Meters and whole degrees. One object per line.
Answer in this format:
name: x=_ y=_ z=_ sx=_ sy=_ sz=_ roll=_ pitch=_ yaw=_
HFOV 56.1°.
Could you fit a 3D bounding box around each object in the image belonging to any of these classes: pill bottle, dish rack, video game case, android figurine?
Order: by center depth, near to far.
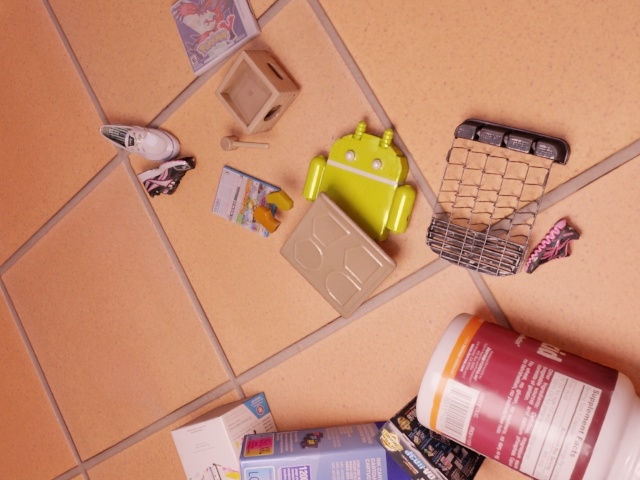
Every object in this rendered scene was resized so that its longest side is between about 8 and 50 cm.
pill bottle: x=0.384 y=0.292 z=1.019 sx=0.392 sy=0.224 sz=0.223 roll=21 pitch=105 yaw=26
dish rack: x=0.314 y=-0.076 z=1.108 sx=0.208 sy=0.074 sz=0.271 roll=20 pitch=107 yaw=27
android figurine: x=0.081 y=-0.106 z=1.242 sx=0.248 sy=0.056 sz=0.272 roll=24 pitch=108 yaw=25
video game case: x=-0.248 y=-0.514 z=1.398 sx=0.201 sy=0.023 sz=0.183 roll=-24 pitch=83 yaw=29
video game case: x=-0.176 y=-0.092 z=1.408 sx=0.166 sy=0.015 sz=0.119 roll=25 pitch=106 yaw=25

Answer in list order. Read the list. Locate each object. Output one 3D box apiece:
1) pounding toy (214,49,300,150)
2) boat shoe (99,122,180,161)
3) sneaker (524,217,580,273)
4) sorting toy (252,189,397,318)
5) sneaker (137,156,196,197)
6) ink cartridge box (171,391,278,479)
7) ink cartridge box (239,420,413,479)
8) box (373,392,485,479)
pounding toy: x=-0.142 y=-0.281 z=1.330 sx=0.181 sy=0.094 sz=0.206 roll=51 pitch=125 yaw=9
boat shoe: x=-0.461 y=-0.247 z=1.514 sx=0.226 sy=0.076 sz=0.083 roll=14 pitch=102 yaw=27
sneaker: x=0.417 y=0.020 z=1.078 sx=0.057 sy=0.047 sz=0.119 roll=37 pitch=113 yaw=8
sorting toy: x=0.000 y=0.000 z=1.256 sx=0.307 sy=0.041 sz=0.229 roll=45 pitch=135 yaw=9
sneaker: x=-0.371 y=-0.154 z=1.489 sx=0.178 sy=0.072 sz=0.077 roll=-13 pitch=101 yaw=37
ink cartridge box: x=-0.198 y=0.506 z=1.395 sx=0.168 sy=0.171 sz=0.232 roll=-24 pitch=84 yaw=29
ink cartridge box: x=0.045 y=0.522 z=1.212 sx=0.396 sy=0.151 sz=0.269 roll=-4 pitch=94 yaw=-5
box: x=0.214 y=0.382 z=1.125 sx=0.175 sy=0.220 sz=0.051 roll=44 pitch=110 yaw=18
